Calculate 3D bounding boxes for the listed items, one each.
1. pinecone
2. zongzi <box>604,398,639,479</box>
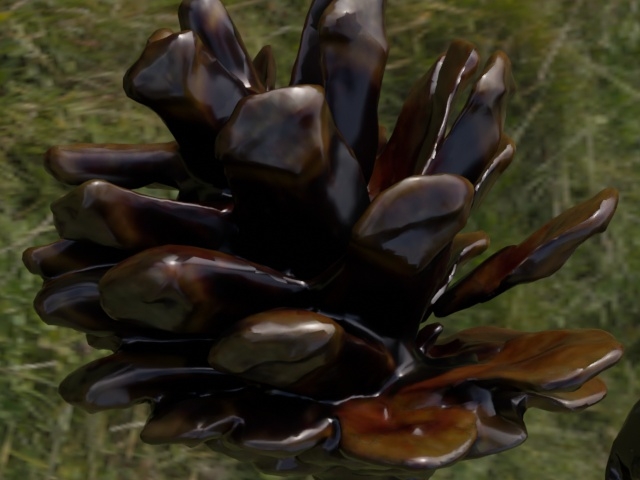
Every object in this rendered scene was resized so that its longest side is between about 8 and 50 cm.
[{"bbox_3d":[0.000,-0.003,0.646,0.228,0.202,0.201,-4,77,-9],"label":"pinecone"},{"bbox_3d":[0.289,0.067,0.754,0.154,0.317,0.289,6,112,-26],"label":"zongzi"}]
